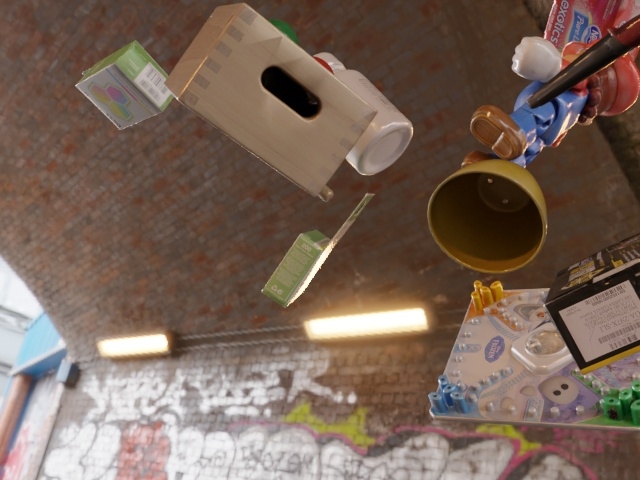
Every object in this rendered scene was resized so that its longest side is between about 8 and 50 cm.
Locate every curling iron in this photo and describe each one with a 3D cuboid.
[{"bbox_3d":[0.316,-0.221,0.707,0.068,0.035,0.274,7,-24,-24],"label":"curling iron"}]

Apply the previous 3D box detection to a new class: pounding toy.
[{"bbox_3d":[-0.033,-0.116,0.582,0.181,0.094,0.206,34,5,-24],"label":"pounding toy"}]

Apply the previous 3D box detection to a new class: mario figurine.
[{"bbox_3d":[0.319,-0.207,0.982,0.170,0.321,0.198,57,-26,-4],"label":"mario figurine"}]

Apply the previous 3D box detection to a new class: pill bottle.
[{"bbox_3d":[0.054,-0.242,1.255,0.229,0.131,0.131,50,-18,23],"label":"pill bottle"}]

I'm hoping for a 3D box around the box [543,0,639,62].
[{"bbox_3d":[0.476,-0.377,1.141,0.122,0.128,0.256,46,-26,31],"label":"box"}]

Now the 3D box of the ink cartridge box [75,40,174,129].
[{"bbox_3d":[-0.349,-0.260,1.167,0.209,0.062,0.109,-6,-44,47],"label":"ink cartridge box"}]

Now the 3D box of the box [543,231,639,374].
[{"bbox_3d":[0.373,0.021,0.691,0.257,0.079,0.322,-31,-9,19],"label":"box"}]

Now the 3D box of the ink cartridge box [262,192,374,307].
[{"bbox_3d":[0.000,0.000,1.172,0.056,0.235,0.171,35,8,5],"label":"ink cartridge box"}]

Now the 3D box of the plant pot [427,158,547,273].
[{"bbox_3d":[0.206,-0.043,0.787,0.134,0.095,0.134,17,-51,22],"label":"plant pot"}]

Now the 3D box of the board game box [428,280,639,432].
[{"bbox_3d":[0.441,0.199,1.308,0.390,0.390,0.050,-6,-60,32],"label":"board game box"}]
